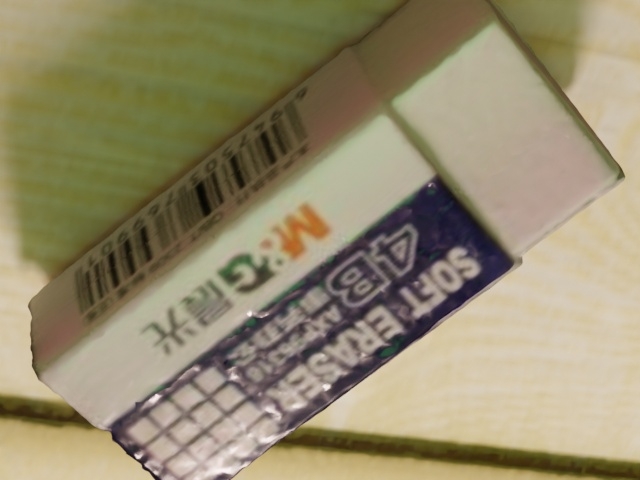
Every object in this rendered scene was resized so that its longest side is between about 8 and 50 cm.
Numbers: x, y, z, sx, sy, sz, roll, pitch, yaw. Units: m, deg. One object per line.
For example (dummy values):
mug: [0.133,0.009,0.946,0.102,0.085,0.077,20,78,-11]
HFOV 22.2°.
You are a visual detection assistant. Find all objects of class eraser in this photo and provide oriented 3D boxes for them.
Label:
eraser: [0.000,0.000,0.831,0.287,0.086,0.130,-38,123,10]
